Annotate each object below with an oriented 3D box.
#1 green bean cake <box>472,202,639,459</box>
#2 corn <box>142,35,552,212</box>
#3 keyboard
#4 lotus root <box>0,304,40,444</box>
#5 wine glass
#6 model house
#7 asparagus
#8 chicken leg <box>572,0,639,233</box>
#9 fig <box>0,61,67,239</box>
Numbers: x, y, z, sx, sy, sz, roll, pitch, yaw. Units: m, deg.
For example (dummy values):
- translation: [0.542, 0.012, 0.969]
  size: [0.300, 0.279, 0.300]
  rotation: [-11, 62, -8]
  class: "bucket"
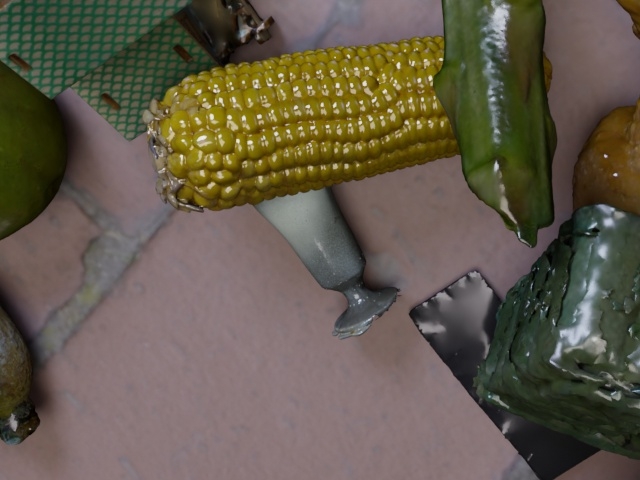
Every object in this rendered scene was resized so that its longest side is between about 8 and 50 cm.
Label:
- translation: [0.251, 0.090, 0.850]
  size: [0.241, 0.255, 0.132]
  rotation: [16, 73, -2]
  class: "green bean cake"
- translation: [0.023, -0.096, 0.871]
  size: [0.305, 0.106, 0.106]
  rotation: [-13, 107, -7]
  class: "corn"
- translation: [0.162, 0.117, 1.003]
  size: [0.074, 0.015, 0.196]
  rotation: [-37, 100, 15]
  class: "keyboard"
- translation: [-0.316, 0.099, 1.043]
  size: [0.113, 0.088, 0.192]
  rotation: [-30, 103, 35]
  class: "lotus root"
- translation: [0.000, 0.000, 0.960]
  size: [0.072, 0.072, 0.155]
  rotation: [-28, 103, 18]
  class: "wine glass"
- translation: [-0.158, -0.207, 0.844]
  size: [0.178, 0.206, 0.271]
  rotation: [-27, 102, 18]
  class: "model house"
- translation: [0.119, -0.151, 0.812]
  size: [0.082, 0.085, 0.343]
  rotation: [4, 72, -26]
  class: "asparagus"
- translation: [0.261, -0.105, 0.825]
  size: [0.409, 0.182, 0.295]
  rotation: [46, 132, -11]
  class: "chicken leg"
- translation: [-0.304, -0.087, 0.935]
  size: [0.181, 0.191, 0.181]
  rotation: [-7, 74, 24]
  class: "fig"
